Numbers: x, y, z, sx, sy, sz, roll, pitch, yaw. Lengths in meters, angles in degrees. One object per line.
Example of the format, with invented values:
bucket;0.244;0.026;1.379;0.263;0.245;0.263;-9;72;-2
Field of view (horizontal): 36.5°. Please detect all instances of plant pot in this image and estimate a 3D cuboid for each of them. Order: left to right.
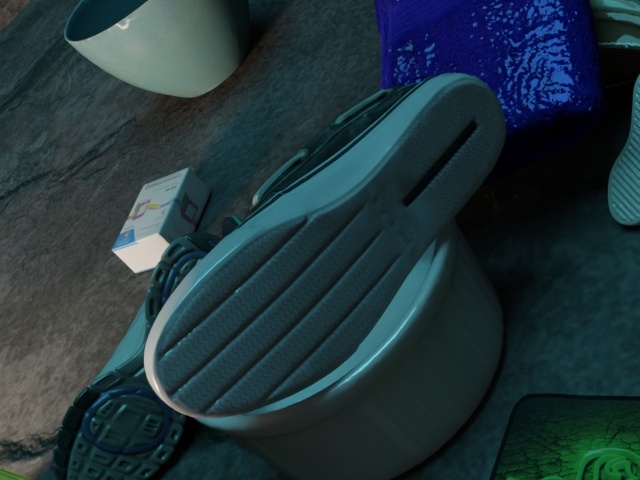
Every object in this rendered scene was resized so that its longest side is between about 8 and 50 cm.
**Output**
plant pot;-0.222;-0.338;1.508;0.290;0.195;0.290;-28;34;21

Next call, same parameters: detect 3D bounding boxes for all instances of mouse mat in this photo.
mouse mat;0.194;0.169;0.653;0.189;0.007;0.153;-6;46;41

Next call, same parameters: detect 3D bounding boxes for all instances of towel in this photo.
towel;0.134;-0.201;0.891;0.227;0.076;0.308;-28;55;41

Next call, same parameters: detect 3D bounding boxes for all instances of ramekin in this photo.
ramekin;0.019;0.075;0.826;0.277;0.135;0.277;-27;34;21

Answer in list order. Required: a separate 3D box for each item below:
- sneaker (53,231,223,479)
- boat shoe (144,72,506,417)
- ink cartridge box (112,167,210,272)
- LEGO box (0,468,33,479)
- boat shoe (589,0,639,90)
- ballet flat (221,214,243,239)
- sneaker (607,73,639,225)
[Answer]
sneaker;-0.170;0.135;1.001;0.297;0.111;0.129;-59;5;-10
boat shoe;0.000;0.000;0.723;0.335;0.121;0.119;-41;23;-20
ink cartridge box;-0.204;-0.027;1.255;0.088;0.052;0.122;-17;39;34
LEGO box;-0.313;0.376;0.760;0.500;0.193;0.373;-1;50;46
boat shoe;0.204;-0.157;0.944;0.324;0.123;0.117;3;75;52
ballet flat;-0.068;0.027;1.037;0.074;0.074;0.203;-48;35;-10
sneaker;0.285;-0.074;0.815;0.051;0.070;0.134;11;88;41
